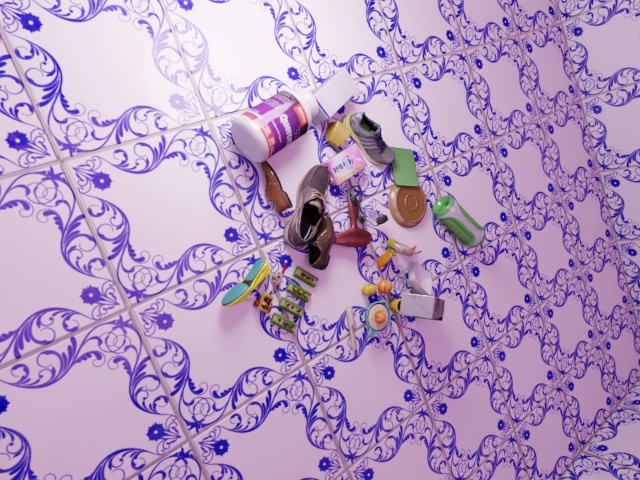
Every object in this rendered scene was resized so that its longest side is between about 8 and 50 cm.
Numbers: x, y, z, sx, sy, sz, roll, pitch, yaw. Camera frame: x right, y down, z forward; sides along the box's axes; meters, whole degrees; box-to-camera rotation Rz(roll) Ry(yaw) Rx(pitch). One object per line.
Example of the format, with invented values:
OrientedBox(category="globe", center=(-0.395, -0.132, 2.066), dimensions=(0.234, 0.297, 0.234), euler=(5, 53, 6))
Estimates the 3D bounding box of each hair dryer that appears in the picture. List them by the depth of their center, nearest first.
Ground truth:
OrientedBox(category="hair dryer", center=(0.138, -0.074, 1.918), dimensions=(0.223, 0.080, 0.293), euler=(44, 60, -6))

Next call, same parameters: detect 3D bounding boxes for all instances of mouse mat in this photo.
OrientedBox(category="mouse mat", center=(0.387, -0.340, 2.088), dimensions=(0.152, 0.007, 0.190), euler=(0, 77, -31))

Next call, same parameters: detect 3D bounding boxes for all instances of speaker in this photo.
OrientedBox(category="speaker", center=(0.682, -0.089, 2.207), dimensions=(0.296, 0.131, 0.131), euler=(39, 69, -24))

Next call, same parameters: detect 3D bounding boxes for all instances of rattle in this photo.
OrientedBox(category="rattle", center=(0.361, 0.074, 2.038), dimensions=(0.199, 0.130, 0.143), euler=(16, 90, -57))

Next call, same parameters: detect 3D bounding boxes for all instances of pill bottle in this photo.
OrientedBox(category="pill bottle", center=(-0.160, -0.438, 1.670), dimensions=(0.323, 0.181, 0.182), euler=(-40, 108, -26))

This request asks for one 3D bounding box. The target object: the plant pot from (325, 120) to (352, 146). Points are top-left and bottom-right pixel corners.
OrientedBox(category="plant pot", center=(0.066, -0.436, 1.873), dimensions=(0.081, 0.081, 0.083), euler=(32, 82, -27))

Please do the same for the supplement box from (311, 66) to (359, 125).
OrientedBox(category="supplement box", center=(0.037, -0.588, 1.840), dimensions=(0.114, 0.111, 0.220), euler=(49, 65, -21))

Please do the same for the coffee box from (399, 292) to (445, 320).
OrientedBox(category="coffee box", center=(0.451, 0.293, 1.975), dimensions=(0.246, 0.141, 0.098), euler=(23, 74, -62))

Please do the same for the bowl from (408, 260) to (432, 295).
OrientedBox(category="bowl", center=(0.452, 0.181, 2.070), dimensions=(0.142, 0.053, 0.142), euler=(49, 32, -18))

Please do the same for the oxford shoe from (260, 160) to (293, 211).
OrientedBox(category="oxford shoe", center=(-0.185, -0.206, 1.714), dimensions=(0.076, 0.076, 0.212), euler=(-25, 91, 10))

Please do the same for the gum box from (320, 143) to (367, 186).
OrientedBox(category="gum box", center=(0.095, -0.315, 1.891), dimensions=(0.188, 0.062, 0.107), euler=(-37, 106, -28))

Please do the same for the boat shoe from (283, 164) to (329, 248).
OrientedBox(category="boat shoe", center=(-0.027, -0.134, 1.767), dimensions=(0.132, 0.130, 0.356), euler=(24, 76, -29))

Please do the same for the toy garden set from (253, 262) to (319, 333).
OrientedBox(category="toy garden set", center=(-0.127, 0.208, 1.737), dimensions=(0.203, 0.049, 0.244), euler=(34, 71, -26))

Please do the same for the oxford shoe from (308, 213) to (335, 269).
OrientedBox(category="oxford shoe", center=(0.000, 0.000, 1.792), dimensions=(0.096, 0.082, 0.227), euler=(19, 74, -54))

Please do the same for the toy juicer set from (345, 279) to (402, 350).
OrientedBox(category="toy juicer set", center=(0.228, 0.297, 1.930), dimensions=(0.329, 0.089, 0.209), euler=(-34, 106, -28))

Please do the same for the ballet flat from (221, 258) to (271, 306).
OrientedBox(category="ballet flat", center=(-0.261, 0.171, 1.647), dimensions=(0.231, 0.077, 0.077), euler=(-50, 129, -25))

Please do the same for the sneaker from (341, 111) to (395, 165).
OrientedBox(category="sneaker", center=(0.225, -0.436, 1.943), dimensions=(0.300, 0.121, 0.111), euler=(38, 70, -25))

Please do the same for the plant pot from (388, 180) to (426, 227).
OrientedBox(category="plant pot", center=(0.416, -0.176, 2.103), dimensions=(0.236, 0.032, 0.237), euler=(2, 86, -31))
